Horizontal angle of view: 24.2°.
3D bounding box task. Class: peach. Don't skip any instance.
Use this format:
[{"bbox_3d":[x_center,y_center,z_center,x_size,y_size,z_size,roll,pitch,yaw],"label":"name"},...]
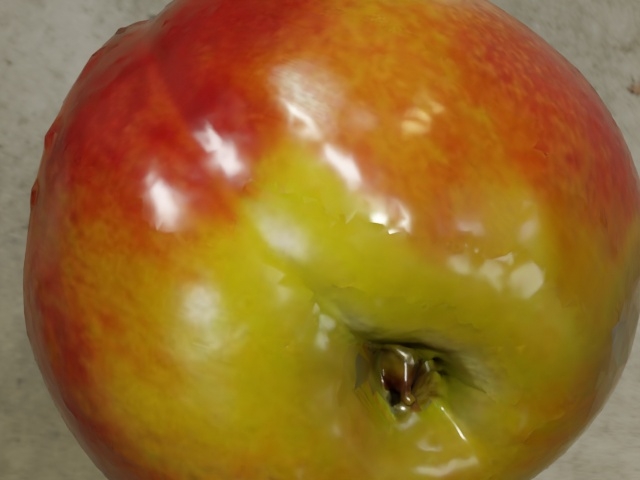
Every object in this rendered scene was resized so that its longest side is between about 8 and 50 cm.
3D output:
[{"bbox_3d":[0.000,0.000,0.462,0.190,0.190,0.192,-52,28,6],"label":"peach"}]
